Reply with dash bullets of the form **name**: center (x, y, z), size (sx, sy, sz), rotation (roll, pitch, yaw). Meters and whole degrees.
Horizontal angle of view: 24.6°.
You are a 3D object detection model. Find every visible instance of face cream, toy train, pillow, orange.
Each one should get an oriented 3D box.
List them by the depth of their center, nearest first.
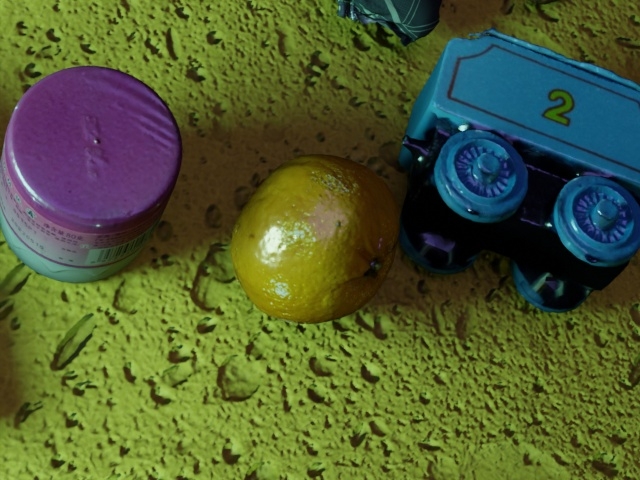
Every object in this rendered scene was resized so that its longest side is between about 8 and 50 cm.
- **face cream**: center (-0.242, -0.062, 1.507), size (0.175, 0.195, 0.175), rotation (6, 67, -15)
- **orange**: center (0.000, 0.000, 1.556), size (0.161, 0.193, 0.193), rotation (27, 62, 20)
- **toy train**: center (0.232, -0.082, 1.666), size (0.300, 0.188, 0.265), rotation (20, 61, -5)
- **pillow**: center (0.103, -0.399, 1.773), size (0.161, 0.092, 0.335), rotation (24, 70, -27)

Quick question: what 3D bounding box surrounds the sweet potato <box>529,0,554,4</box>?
- **sweet potato**: center (0.363, -0.391, 1.884), size (0.314, 0.066, 0.072), rotation (-35, 76, -22)
